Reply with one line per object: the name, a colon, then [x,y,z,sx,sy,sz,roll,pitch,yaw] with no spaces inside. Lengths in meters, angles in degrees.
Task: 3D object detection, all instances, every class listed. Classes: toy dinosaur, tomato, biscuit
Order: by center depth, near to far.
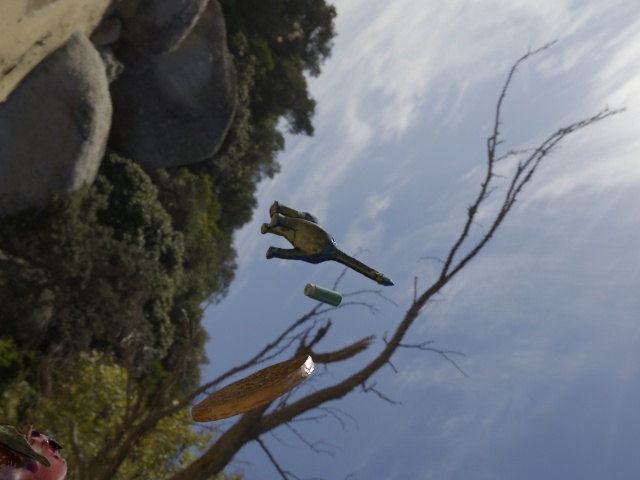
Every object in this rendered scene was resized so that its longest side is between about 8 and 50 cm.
tomato: [-0.545,0.398,0.899,0.309,0.309,0.170,-35,-143,20]
toy dinosaur: [0.000,0.000,0.966,0.248,0.188,0.075,-126,-124,-69]
biscuit: [-0.104,0.246,0.998,0.220,0.029,0.142,-21,-176,-25]

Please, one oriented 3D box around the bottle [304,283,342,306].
bottle: [0.005,0.112,1.240,0.030,0.083,0.030,-30,-130,42]
